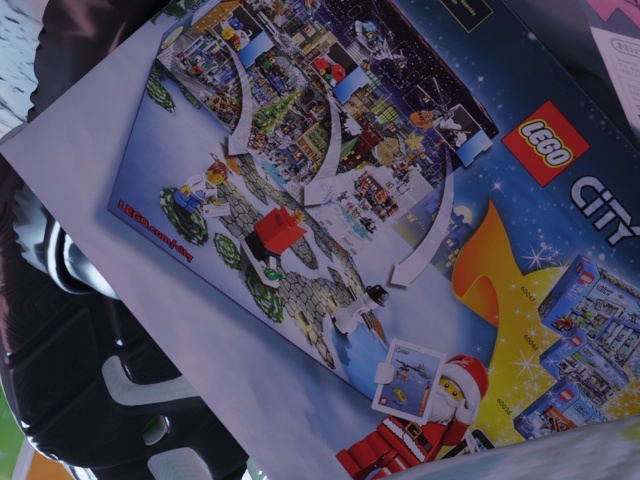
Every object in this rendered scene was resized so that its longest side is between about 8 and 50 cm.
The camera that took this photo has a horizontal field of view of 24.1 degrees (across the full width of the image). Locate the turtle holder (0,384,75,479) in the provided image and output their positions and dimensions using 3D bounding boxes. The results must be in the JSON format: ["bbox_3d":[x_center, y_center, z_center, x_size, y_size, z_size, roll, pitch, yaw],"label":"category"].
[{"bbox_3d":[-0.250,0.192,1.436,0.227,0.243,0.320,19,154,-6],"label":"turtle holder"}]

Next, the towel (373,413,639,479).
[{"bbox_3d":[0.202,0.132,0.423,0.320,0.090,0.374,-18,142,11],"label":"towel"}]

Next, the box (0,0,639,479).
[{"bbox_3d":[0.029,0.008,0.500,0.233,0.159,0.044,50,180,7],"label":"box"}]

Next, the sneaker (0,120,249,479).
[{"bbox_3d":[-0.207,0.040,1.088,0.257,0.169,0.447,38,155,29],"label":"sneaker"}]

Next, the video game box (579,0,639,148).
[{"bbox_3d":[0.157,-0.060,0.381,0.205,0.048,0.187,21,160,38],"label":"video game box"}]

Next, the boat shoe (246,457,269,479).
[{"bbox_3d":[-0.023,0.143,1.185,0.228,0.069,0.081,111,136,-70],"label":"boat shoe"}]

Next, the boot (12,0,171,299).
[{"bbox_3d":[-0.002,0.003,0.685,0.260,0.131,0.348,35,162,2],"label":"boot"}]
